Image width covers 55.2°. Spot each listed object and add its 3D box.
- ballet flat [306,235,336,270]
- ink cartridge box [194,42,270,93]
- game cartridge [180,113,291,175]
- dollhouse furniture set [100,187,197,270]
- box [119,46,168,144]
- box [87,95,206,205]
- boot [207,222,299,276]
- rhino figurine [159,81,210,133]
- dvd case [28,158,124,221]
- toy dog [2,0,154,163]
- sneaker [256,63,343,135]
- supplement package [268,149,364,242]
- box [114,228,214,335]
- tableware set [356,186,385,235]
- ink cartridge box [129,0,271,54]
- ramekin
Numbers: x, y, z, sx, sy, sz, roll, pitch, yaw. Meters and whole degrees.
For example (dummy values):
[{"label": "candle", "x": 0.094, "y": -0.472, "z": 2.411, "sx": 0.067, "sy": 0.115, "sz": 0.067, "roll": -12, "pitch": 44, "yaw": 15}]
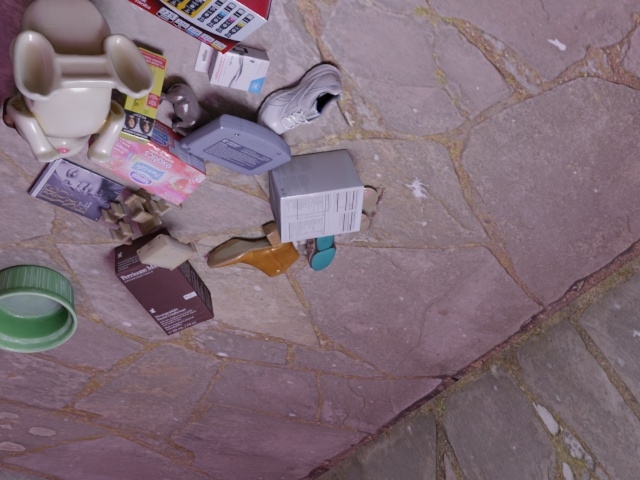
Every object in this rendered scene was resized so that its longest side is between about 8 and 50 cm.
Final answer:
[{"label": "ballet flat", "x": 0.000, "y": 0.000, "z": 2.172, "sx": 0.108, "sy": 0.106, "sz": 0.316, "roll": -17, "pitch": 156, "yaw": -15}, {"label": "ink cartridge box", "x": -0.240, "y": -0.473, "z": 1.661, "sx": 0.180, "sy": 0.060, "sz": 0.104, "roll": 6, "pitch": 131, "yaw": -24}, {"label": "game cartridge", "x": -0.232, "y": -0.273, "z": 1.783, "sx": 0.196, "sy": 0.060, "sz": 0.294, "roll": -15, "pitch": 159, "yaw": 35}, {"label": "dollhouse furniture set", "x": -0.510, "y": -0.045, "z": 1.887, "sx": 0.212, "sy": 0.242, "sz": 0.161, "roll": -33, "pitch": 160, "yaw": 13}, {"label": "box", "x": -0.462, "y": -0.371, "z": 1.578, "sx": 0.088, "sy": 0.232, "sz": 0.058, "roll": 17, "pitch": 167, "yaw": -32}, {"label": "box", "x": -0.487, "y": -0.247, "z": 1.733, "sx": 0.142, "sy": 0.154, "sz": 0.300, "roll": -42, "pitch": 133, "yaw": 21}, {"label": "boot", "x": -0.231, "y": 0.072, "z": 2.177, "sx": 0.295, "sy": 0.104, "sz": 0.211, "roll": -27, "pitch": 136, "yaw": 2}, {"label": "rhino figurine", "x": -0.372, "y": -0.348, "z": 1.730, "sx": 0.106, "sy": 0.073, "sz": 0.243, "roll": -25, "pitch": 140, "yaw": 5}, {"label": "dvd case", "x": -0.731, "y": -0.153, "z": 1.838, "sx": 0.221, "sy": 0.018, "sz": 0.164, "roll": 27, "pitch": 120, "yaw": -37}, {"label": "toy dog", "x": -0.632, "y": -0.358, "z": 1.459, "sx": 0.285, "sy": 0.395, "sz": 0.408, "roll": -22, "pitch": 168, "yaw": -37}, {"label": "sneaker", "x": -0.063, "y": -0.385, "z": 1.763, "sx": 0.297, "sy": 0.129, "sz": 0.111, "roll": -35, "pitch": 137, "yaw": 17}, {"label": "supplement package", "x": -0.019, "y": -0.143, "z": 1.966, "sx": 0.263, "sy": 0.199, "sz": 0.198, "roll": -9, "pitch": 136, "yaw": -11}, {"label": "box", "x": -0.533, "y": 0.152, "z": 2.127, "sx": 0.191, "sy": 0.143, "sz": 0.381, "roll": -22, "pitch": 135, "yaw": 3}, {"label": "tableware set", "x": 0.145, "y": -0.113, "z": 2.175, "sx": 0.129, "sy": 0.039, "sz": 0.194, "roll": 9, "pitch": 125, "yaw": -12}, {"label": "ink cartridge box", "x": -0.270, "y": -0.597, "z": 1.388, "sx": 0.310, "sy": 0.129, "sz": 0.272, "roll": 22, "pitch": 157, "yaw": -34}, {"label": "ramekin", "x": -0.969, "y": 0.223, "z": 2.033, "sx": 0.304, "sy": 0.148, "sz": 0.303, "roll": -10, "pitch": 135, "yaw": -10}]
